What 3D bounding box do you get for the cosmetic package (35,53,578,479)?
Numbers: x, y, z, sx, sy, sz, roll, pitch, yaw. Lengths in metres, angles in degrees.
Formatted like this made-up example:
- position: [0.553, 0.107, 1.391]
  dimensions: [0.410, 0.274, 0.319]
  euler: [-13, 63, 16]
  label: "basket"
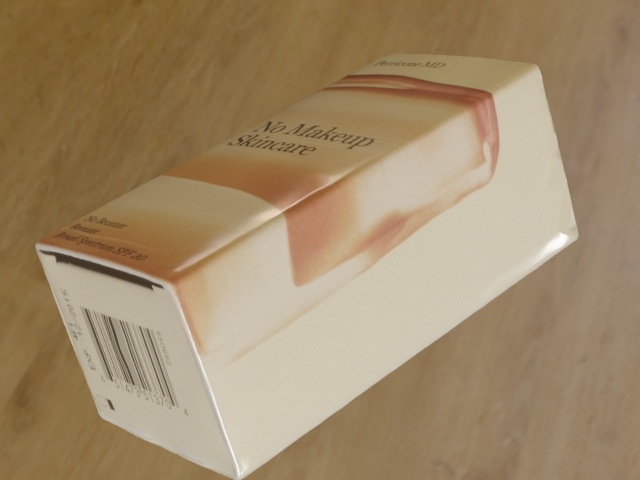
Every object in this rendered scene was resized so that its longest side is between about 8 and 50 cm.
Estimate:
- position: [0.000, 0.000, 0.834]
  dimensions: [0.296, 0.129, 0.153]
  euler: [-32, 27, -34]
  label: "cosmetic package"
